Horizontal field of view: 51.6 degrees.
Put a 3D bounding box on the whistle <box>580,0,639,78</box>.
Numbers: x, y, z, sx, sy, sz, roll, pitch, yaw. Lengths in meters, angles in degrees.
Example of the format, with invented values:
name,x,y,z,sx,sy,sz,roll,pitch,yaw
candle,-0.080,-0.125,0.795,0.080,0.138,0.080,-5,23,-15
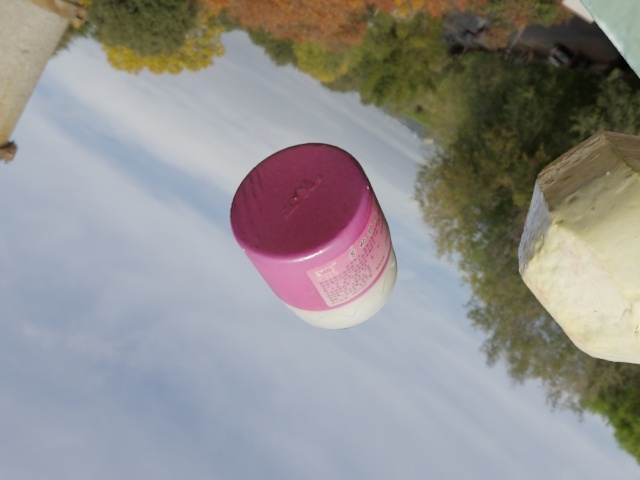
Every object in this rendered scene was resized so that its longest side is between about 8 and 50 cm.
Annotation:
name,x,y,z,sx,sy,sz,roll,pitch,yaw
whistle,0.141,-0.268,0.381,0.405,0.168,0.188,45,-135,0

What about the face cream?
name,x,y,z,sx,sy,sz,roll,pitch,yaw
face cream,0.000,0.000,0.843,0.175,0.175,0.195,44,171,37

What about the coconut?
name,x,y,z,sx,sy,sz,roll,pitch,yaw
coconut,0.349,0.003,0.715,0.259,0.259,0.259,31,-166,-9
